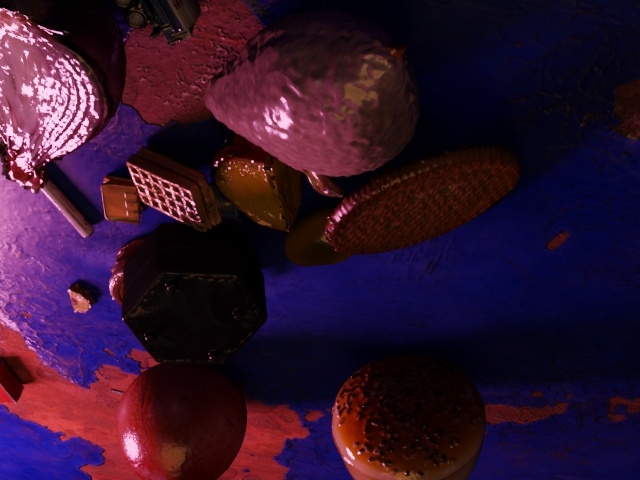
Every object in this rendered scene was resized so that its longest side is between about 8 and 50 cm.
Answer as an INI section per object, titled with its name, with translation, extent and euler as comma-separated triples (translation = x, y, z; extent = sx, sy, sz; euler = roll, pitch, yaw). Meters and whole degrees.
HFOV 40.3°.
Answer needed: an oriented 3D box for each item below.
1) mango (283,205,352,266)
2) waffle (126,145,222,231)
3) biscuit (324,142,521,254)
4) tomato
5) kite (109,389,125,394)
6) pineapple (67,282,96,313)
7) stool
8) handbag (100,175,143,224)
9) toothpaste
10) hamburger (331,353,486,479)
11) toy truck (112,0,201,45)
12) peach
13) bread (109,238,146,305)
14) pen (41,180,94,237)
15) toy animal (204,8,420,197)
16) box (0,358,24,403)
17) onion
[mango]
translation = 0.000, 0.000, 1.415
extent = 0.103, 0.076, 0.161
euler = 27, 144, -30
[waffle]
translation = -0.223, -0.077, 1.331
extent = 0.148, 0.042, 0.102
euler = 26, 146, 28
[biscuit]
translation = 0.146, -0.058, 1.255
extent = 0.305, 0.038, 0.305
euler = -18, 161, -6
[tomato]
translation = -0.280, 0.378, 1.752
extent = 0.265, 0.264, 0.264
euler = 4, 139, 4
[kite]
translation = -0.389, 0.352, 1.918
extent = 0.153, 0.005, 0.137
euler = 11, 138, -3
[pineapple]
translation = -0.450, 0.112, 1.647
extent = 0.045, 0.019, 0.083
euler = 10, 140, 6
[stool]
translation = -0.201, 0.086, 1.399
extent = 0.232, 0.141, 0.232
euler = -5, 128, -6
[handbag]
translation = -0.323, -0.066, 1.419
extent = 0.061, 0.027, 0.083
euler = 8, 137, 0
[toothpaste]
translation = -0.145, 0.002, 1.460
extent = 0.069, 0.047, 0.268
euler = 3, 137, 21
[hamburger]
translation = 0.162, 0.337, 1.619
extent = 0.300, 0.300, 0.176
euler = 2, 127, 6
[toy truck]
translation = -0.218, -0.331, 1.069
extent = 0.088, 0.074, 0.201
euler = -14, 135, 16
[peach]
translation = -0.083, -0.098, 1.297
extent = 0.127, 0.092, 0.172
euler = -13, 134, 37
[bread]
translation = -0.292, 0.070, 1.533
extent = 0.161, 0.073, 0.160
euler = 5, 138, 4
[pen]
translation = -0.438, -0.078, 1.425
extent = 0.025, 0.025, 0.204
euler = -13, 134, 22
[toy animal]
translation = 0.011, -0.182, 1.100
extent = 0.226, 0.188, 0.358
euler = 33, 165, -25
[box]
translation = -0.748, 0.306, 1.885
extent = 0.175, 0.048, 0.112
euler = -3, 136, 12
[onion]
translation = -0.377, -0.226, 1.154
extent = 0.267, 0.159, 0.348
euler = 24, 144, -2
